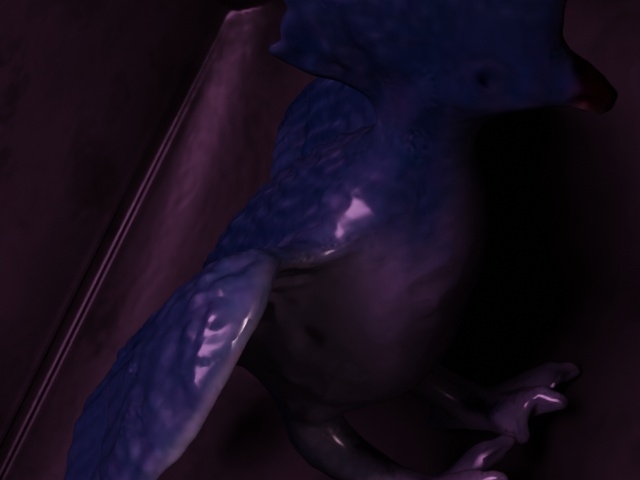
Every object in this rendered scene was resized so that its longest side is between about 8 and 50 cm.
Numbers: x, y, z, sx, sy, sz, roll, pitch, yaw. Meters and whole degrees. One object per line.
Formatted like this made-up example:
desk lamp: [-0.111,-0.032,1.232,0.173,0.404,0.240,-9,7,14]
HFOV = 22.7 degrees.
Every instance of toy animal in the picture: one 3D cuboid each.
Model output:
toy animal: [0.000,0.000,0.462,0.255,0.176,0.239,-21,24,40]
